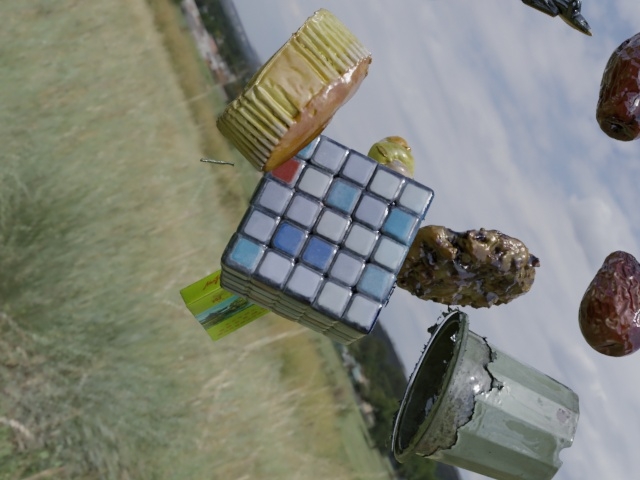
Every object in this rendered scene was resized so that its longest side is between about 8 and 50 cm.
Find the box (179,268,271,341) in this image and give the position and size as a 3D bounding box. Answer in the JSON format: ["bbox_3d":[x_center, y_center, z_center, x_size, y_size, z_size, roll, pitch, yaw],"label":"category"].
[{"bbox_3d":[-0.213,0.142,2.290,0.047,0.187,0.335,61,-6,20],"label":"box"}]

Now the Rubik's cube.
[{"bbox_3d":[0.000,0.000,1.743,0.293,0.292,0.287,24,-13,-2],"label":"Rubik's cube"}]

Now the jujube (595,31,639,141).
[{"bbox_3d":[0.756,-0.368,2.258,0.197,0.290,0.197,29,-20,12],"label":"jujube"}]

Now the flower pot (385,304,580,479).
[{"bbox_3d":[0.283,0.283,1.620,0.259,0.290,0.290,23,0,-1],"label":"flower pot"}]

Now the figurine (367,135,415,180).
[{"bbox_3d":[0.175,-0.150,2.263,0.156,0.131,0.246,42,21,-37],"label":"figurine"}]

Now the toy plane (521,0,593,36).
[{"bbox_3d":[0.534,-0.579,2.234,0.316,0.204,0.103,53,-16,42],"label":"toy plane"}]

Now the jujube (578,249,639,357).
[{"bbox_3d":[0.666,0.141,2.145,0.168,0.168,0.236,69,32,-59],"label":"jujube"}]

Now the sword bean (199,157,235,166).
[{"bbox_3d":[-0.227,-0.172,2.107,0.012,0.083,0.012,-17,-109,60],"label":"sword bean"}]

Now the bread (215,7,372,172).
[{"bbox_3d":[-0.037,-0.221,1.449,0.133,0.250,0.179,42,-12,-2],"label":"bread"}]

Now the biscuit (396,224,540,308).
[{"bbox_3d":[0.307,0.071,2.056,0.334,0.289,0.081,21,55,-28],"label":"biscuit"}]
